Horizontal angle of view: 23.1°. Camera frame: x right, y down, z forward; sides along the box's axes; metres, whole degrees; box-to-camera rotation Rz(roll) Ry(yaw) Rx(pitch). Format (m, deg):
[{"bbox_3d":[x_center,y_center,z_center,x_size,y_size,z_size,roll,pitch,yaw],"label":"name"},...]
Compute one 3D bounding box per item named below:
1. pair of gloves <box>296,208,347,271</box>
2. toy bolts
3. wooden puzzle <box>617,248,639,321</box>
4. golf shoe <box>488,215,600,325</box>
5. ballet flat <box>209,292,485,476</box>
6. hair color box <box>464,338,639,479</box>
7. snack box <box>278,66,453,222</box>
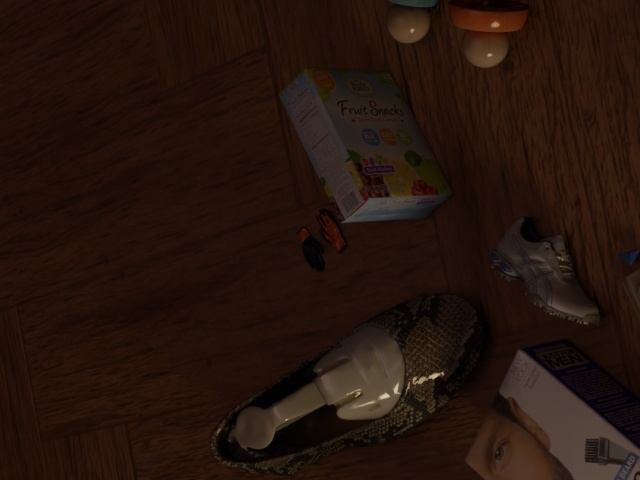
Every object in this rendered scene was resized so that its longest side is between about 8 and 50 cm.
[{"bbox_3d":[0.000,0.000,2.273,0.083,0.010,0.074,-45,63,38],"label":"pair of gloves"},{"bbox_3d":[0.133,-0.313,2.002,0.228,0.218,0.158,36,125,57],"label":"toy bolts"},{"bbox_3d":[0.405,0.060,1.883,0.078,0.014,0.116,-27,75,38],"label":"wooden puzzle"},{"bbox_3d":[0.289,0.037,1.959,0.176,0.069,0.086,40,114,34],"label":"golf shoe"},{"bbox_3d":[0.015,0.219,2.159,0.483,0.182,0.164,-34,70,40],"label":"ballet flat"},{"bbox_3d":[0.349,0.294,1.893,0.339,0.110,0.185,42,122,36],"label":"hair color box"},{"bbox_3d":[0.061,-0.129,2.088,0.070,0.174,0.207,-42,66,37],"label":"snack box"}]
